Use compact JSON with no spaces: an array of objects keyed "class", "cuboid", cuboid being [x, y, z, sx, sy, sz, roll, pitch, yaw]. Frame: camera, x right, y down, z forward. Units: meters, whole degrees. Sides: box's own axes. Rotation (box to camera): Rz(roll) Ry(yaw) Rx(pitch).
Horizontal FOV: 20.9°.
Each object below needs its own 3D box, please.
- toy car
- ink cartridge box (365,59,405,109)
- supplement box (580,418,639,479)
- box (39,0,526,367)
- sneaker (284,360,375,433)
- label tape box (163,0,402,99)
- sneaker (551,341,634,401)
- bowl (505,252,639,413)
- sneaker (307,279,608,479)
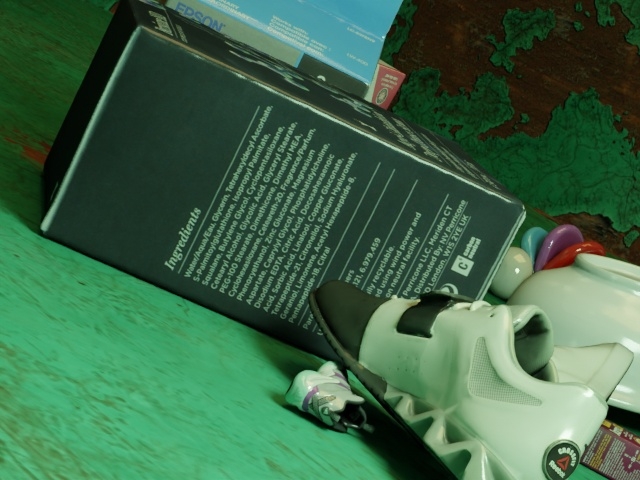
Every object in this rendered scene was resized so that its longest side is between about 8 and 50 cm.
[{"class":"toy car","cuboid":[0.335,0.046,2.448,0.159,0.136,0.182,17,13,-44]},{"class":"ink cartridge box","cuboid":[-0.018,-0.136,2.161,0.100,0.237,0.172,33,11,23]},{"class":"supplement box","cuboid":[0.296,0.211,1.685,0.083,0.043,0.055,28,10,11]},{"class":"box","cuboid":[-0.049,-0.053,1.673,0.395,0.212,0.293,24,10,-14]},{"class":"sneaker","cuboid":[0.018,0.131,1.384,0.069,0.038,0.098,33,17,17]},{"class":"label tape box","cuboid":[-0.078,-0.178,1.905,0.240,0.334,0.106,26,9,-5]},{"class":"sneaker","cuboid":[0.235,0.134,1.745,0.123,0.106,0.290,31,11,13]},{"class":"bowl","cuboid":[0.349,0.100,2.050,0.298,0.134,0.298,16,10,-3]},{"class":"sneaker","cuboid":[0.113,0.099,1.396,0.122,0.146,0.330,48,-4,-39]}]
